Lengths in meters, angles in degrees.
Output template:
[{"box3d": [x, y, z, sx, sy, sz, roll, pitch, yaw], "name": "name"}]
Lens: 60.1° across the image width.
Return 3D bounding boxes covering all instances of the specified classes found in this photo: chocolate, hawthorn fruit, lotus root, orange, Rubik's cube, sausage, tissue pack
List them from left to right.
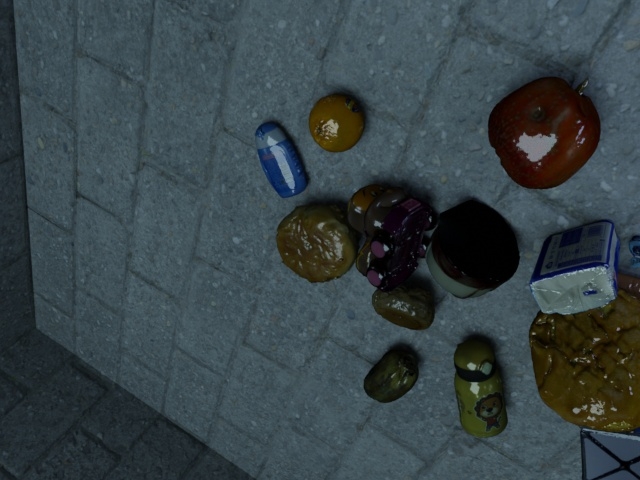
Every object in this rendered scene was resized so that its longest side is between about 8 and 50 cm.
[{"box3d": [0.048, -0.360, 1.706, 0.177, 0.155, 0.178, 10, 132, 12], "name": "orange"}, {"box3d": [0.274, 0.530, 2.144, 0.151, 0.160, 0.275, 25, 135, -17], "name": "lotus root"}, {"box3d": [0.437, 0.045, 1.681, 0.283, 0.284, 0.186, 40, 146, 2], "name": "chocolate"}, {"box3d": [0.563, -0.277, 1.388, 0.275, 0.275, 0.300, 39, 121, 3], "name": "hawthorn fruit"}, {"box3d": [0.707, 0.074, 1.516, 0.209, 0.270, 0.137, -24, 103, 37], "name": "tissue pack"}, {"box3d": [0.952, 0.608, 1.729, 0.259, 0.260, 0.255, 0, 119, 33], "name": "Rubik's cube"}, {"box3d": [0.899, 0.149, 1.575, 0.288, 0.086, 0.086, 17, 127, 20], "name": "sausage"}]

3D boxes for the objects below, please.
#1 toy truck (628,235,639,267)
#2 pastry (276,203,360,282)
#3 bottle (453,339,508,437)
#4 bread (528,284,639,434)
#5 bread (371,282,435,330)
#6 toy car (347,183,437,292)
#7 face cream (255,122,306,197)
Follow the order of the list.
[{"box3d": [0.889, 0.037, 1.533, 0.073, 0.056, 0.090, 6, 135, 20], "name": "toy truck"}, {"box3d": [0.000, 0.000, 1.941, 0.315, 0.184, 0.285, -13, 106, 37], "name": "pastry"}, {"box3d": [0.555, 0.511, 1.953, 0.171, 0.171, 0.352, 0, 119, 30], "name": "bottle"}, {"box3d": [0.769, 0.317, 1.504, 0.397, 0.399, 0.215, 1, 153, 30], "name": "bread"}, {"box3d": [0.295, 0.221, 1.920, 0.229, 0.123, 0.230, 23, 159, 9], "name": "bread"}, {"box3d": [0.204, -0.018, 1.784, 0.240, 0.271, 0.341, 33, 134, 32], "name": "toy car"}, {"box3d": [-0.146, -0.280, 1.911, 0.149, 0.083, 0.264, -9, 114, 34], "name": "face cream"}]
